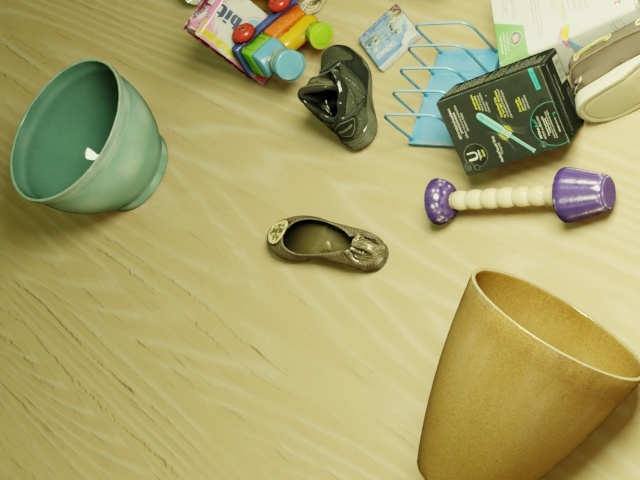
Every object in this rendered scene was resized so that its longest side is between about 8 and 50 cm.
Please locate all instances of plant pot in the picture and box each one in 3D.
[{"bbox_3d":[0.231,0.203,1.344,0.237,0.237,0.254,43,112,44],"label":"plant pot"},{"bbox_3d":[-0.417,-0.171,2.070,0.293,0.196,0.293,-19,57,32],"label":"plant pot"}]

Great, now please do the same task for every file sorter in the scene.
[{"bbox_3d":[0.186,-0.242,1.676,0.118,0.104,0.170,8,73,41],"label":"file sorter"}]

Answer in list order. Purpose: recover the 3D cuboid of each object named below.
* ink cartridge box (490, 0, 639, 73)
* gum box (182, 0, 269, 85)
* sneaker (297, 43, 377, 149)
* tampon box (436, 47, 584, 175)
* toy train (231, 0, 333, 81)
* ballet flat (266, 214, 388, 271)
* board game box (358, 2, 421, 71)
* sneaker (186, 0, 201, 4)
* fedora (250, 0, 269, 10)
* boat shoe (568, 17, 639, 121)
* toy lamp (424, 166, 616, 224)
[{"bbox_3d":[0.367,-0.335,1.586,0.212,0.093,0.154,-22,56,32],"label":"ink cartridge box"},{"bbox_3d":[-0.149,-0.377,1.963,0.062,0.188,0.107,33,90,46],"label":"gum box"},{"bbox_3d":[0.023,-0.266,1.808,0.087,0.130,0.227,-29,46,26],"label":"sneaker"},{"bbox_3d":[0.270,-0.182,1.544,0.161,0.120,0.101,-17,15,31],"label":"tampon box"},{"bbox_3d":[-0.025,-0.379,1.913,0.248,0.105,0.143,-43,39,-12],"label":"toy train"},{"bbox_3d":[0.000,0.000,1.734,0.250,0.058,0.084,14,76,43],"label":"ballet flat"},{"bbox_3d":[0.118,-0.345,1.845,0.090,0.020,0.090,-42,49,14],"label":"board game box"},{"bbox_3d":[-0.217,-0.633,2.215,0.293,0.102,0.146,-51,45,7],"label":"sneaker"},{"bbox_3d":[-0.098,-0.487,2.032,0.079,0.194,0.194,109,151,-46],"label":"fedora"},{"bbox_3d":[0.479,-0.273,1.449,0.324,0.117,0.096,-29,55,32],"label":"boat shoe"},{"bbox_3d":[0.278,-0.059,1.526,0.275,0.080,0.080,-4,66,41],"label":"toy lamp"}]
